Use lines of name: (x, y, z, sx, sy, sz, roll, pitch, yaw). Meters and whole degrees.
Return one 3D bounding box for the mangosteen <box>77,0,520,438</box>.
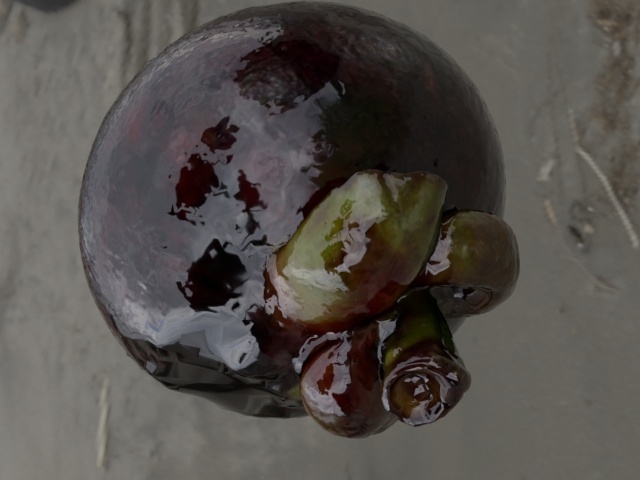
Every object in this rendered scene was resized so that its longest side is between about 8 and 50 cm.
mangosteen: (0.000, 0.000, 0.676, 0.228, 0.228, 0.265, -60, 42, 15)
